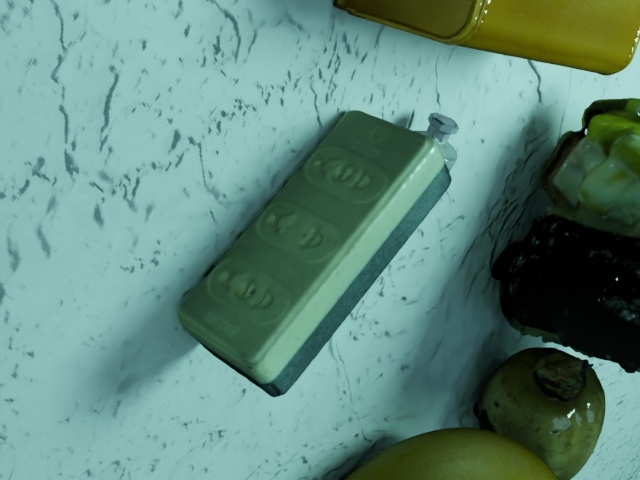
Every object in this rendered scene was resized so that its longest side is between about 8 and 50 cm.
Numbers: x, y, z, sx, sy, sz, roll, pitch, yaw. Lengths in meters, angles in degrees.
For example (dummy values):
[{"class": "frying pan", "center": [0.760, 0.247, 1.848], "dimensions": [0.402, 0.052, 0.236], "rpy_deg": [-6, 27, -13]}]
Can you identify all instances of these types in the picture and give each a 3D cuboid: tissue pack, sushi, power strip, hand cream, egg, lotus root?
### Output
[{"class": "tissue pack", "center": [0.172, -0.256, 0.882], "dimensions": [0.274, 0.145, 0.195], "rpy_deg": [-4, 114, -49]}, {"class": "sushi", "center": [0.390, 0.014, 1.163], "dimensions": [0.328, 0.327, 0.285], "rpy_deg": [20, 86, -51]}, {"class": "power strip", "center": [0.000, 0.000, 0.874], "dimensions": [0.257, 0.105, 0.070], "rpy_deg": [-50, 141, -16]}, {"class": "hand cream", "center": [0.087, -0.056, 0.994], "dimensions": [0.084, 0.053, 0.142], "rpy_deg": [-4, 131, -47]}, {"class": "egg", "center": [0.121, 0.355, 1.092], "dimensions": [0.351, 0.282, 0.283], "rpy_deg": [-43, 139, -32]}, {"class": "lotus root", "center": [0.268, 0.222, 1.295], "dimensions": [0.154, 0.140, 0.257], "rpy_deg": [-5, 132, -14]}]
